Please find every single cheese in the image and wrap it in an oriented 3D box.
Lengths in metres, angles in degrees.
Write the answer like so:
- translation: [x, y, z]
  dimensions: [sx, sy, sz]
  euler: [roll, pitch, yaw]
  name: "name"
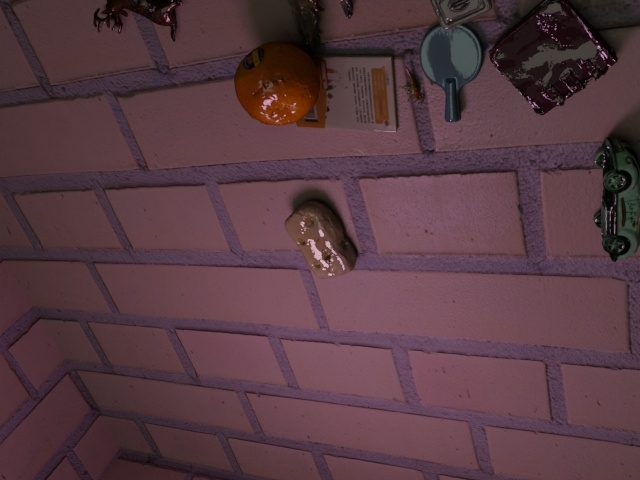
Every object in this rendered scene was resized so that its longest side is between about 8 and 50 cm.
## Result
- translation: [-0.001, 0.001, 1.965]
  dimensions: [0.159, 0.093, 0.263]
  euler: [-14, 116, 33]
  name: "cheese"

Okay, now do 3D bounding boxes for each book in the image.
- translation: [0.056, -0.390, 1.683]
  dimensions: [0.295, 0.020, 0.208]
  euler: [8, 127, 22]
  name: "book"

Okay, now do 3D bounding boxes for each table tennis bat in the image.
- translation: [0.316, -0.402, 1.532]
  dimensions: [0.153, 0.040, 0.244]
  euler: [6, 123, 25]
  name: "table tennis bat"

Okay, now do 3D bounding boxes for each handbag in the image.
- translation: [0.511, -0.408, 1.403]
  dimensions: [0.216, 0.074, 0.203]
  euler: [42, 132, -10]
  name: "handbag"

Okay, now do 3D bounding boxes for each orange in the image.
- translation: [-0.109, -0.398, 1.611]
  dimensions: [0.219, 0.193, 0.219]
  euler: [-4, 137, -4]
  name: "orange"

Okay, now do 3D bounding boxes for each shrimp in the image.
- translation: [0.008, -0.553, 1.561]
  dimensions: [0.152, 0.046, 0.219]
  euler: [9, 137, 11]
  name: "shrimp"

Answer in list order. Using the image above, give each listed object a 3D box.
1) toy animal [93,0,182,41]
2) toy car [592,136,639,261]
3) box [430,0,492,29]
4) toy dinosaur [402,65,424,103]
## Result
- translation: [-0.502, -0.642, 1.733]
  dimensions: [0.243, 0.087, 0.260]
  euler: [33, 130, 2]
  name: "toy animal"
- translation: [0.719, -0.098, 1.497]
  dimensions: [0.125, 0.136, 0.305]
  euler: [-4, 122, 14]
  name: "toy car"
- translation: [0.317, -0.536, 1.410]
  dimensions: [0.122, 0.062, 0.089]
  euler: [-14, 117, 35]
  name: "box"
- translation: [0.225, -0.387, 1.594]
  dimensions: [0.041, 0.026, 0.113]
  euler: [-18, 124, 29]
  name: "toy dinosaur"
